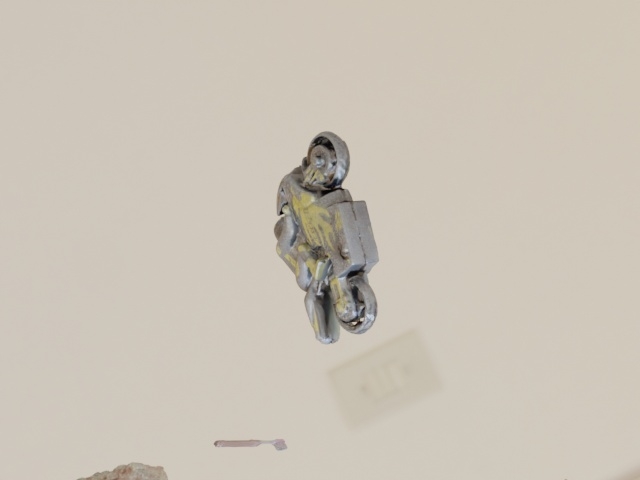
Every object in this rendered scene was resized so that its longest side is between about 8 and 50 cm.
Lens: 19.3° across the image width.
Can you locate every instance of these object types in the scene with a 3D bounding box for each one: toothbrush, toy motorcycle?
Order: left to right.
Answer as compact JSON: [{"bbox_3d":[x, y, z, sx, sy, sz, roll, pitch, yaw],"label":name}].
[{"bbox_3d":[-0.051,0.152,1.406,0.008,0.006,0.097,53,20,24],"label":"toothbrush"},{"bbox_3d":[0.000,0.000,1.763,0.124,0.061,0.193,-16,-97,53],"label":"toy motorcycle"}]

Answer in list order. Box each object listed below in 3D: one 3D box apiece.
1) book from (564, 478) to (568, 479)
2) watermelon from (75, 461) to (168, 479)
[{"bbox_3d":[0.284,0.344,1.976,0.199,0.016,0.138,-67,134,-77],"label":"book"},{"bbox_3d":[-0.145,0.208,1.268,0.187,0.139,0.071,32,-20,-24],"label":"watermelon"}]
